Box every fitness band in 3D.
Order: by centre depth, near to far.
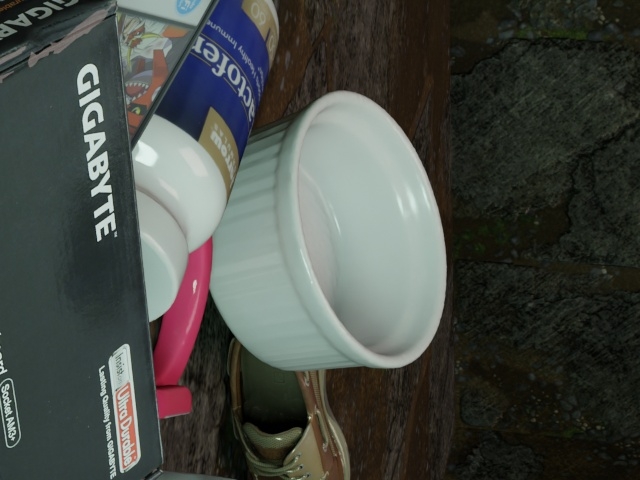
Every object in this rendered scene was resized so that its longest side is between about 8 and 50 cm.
[{"bbox_3d":[-0.149,0.043,1.292,0.291,0.054,0.209,26,66,-77],"label":"fitness band"}]

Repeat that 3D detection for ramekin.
[{"bbox_3d":[0.000,0.000,1.547,0.277,0.135,0.277,28,55,-50],"label":"ramekin"}]

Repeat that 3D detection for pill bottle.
[{"bbox_3d":[-0.128,-0.079,1.098,0.153,0.153,0.265,79,19,-49],"label":"pill bottle"}]

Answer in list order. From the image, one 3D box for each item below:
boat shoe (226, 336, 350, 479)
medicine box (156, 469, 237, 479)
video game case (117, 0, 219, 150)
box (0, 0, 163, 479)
[{"bbox_3d":[-0.046,0.205,1.672,0.116,0.123,0.324,-49,132,-64],"label":"boat shoe"},{"bbox_3d":[-0.151,0.361,1.148,0.263,0.149,0.289,-65,156,-58],"label":"medicine box"},{"bbox_3d":[-0.175,-0.052,0.789,0.275,0.035,0.248,-59,159,10],"label":"video game case"},{"bbox_3d":[-0.201,0.066,0.688,0.293,0.073,0.296,-34,139,-38],"label":"box"}]
